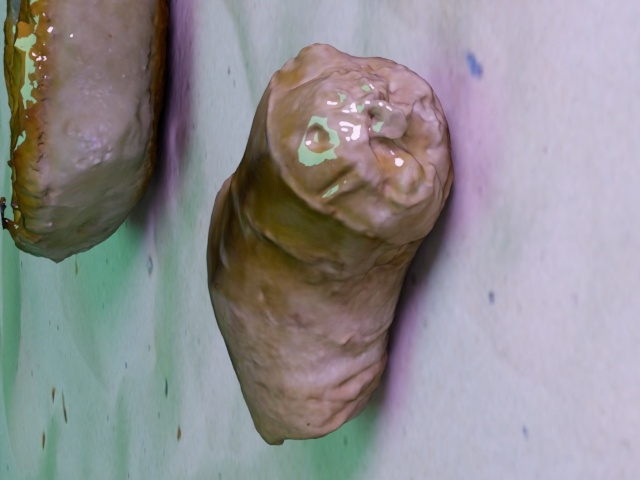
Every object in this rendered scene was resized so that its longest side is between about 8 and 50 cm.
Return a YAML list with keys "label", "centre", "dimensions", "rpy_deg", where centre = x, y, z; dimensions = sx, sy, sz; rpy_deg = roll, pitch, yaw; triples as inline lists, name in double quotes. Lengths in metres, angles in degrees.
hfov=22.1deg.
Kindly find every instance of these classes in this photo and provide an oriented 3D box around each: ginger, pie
- label: "ginger"
  centre: [0.000, 0.002, 0.595]
  dimensions: [0.190, 0.069, 0.095]
  rpy_deg: [110, 156, -48]
- label: "pie"
  centre: [-0.148, -0.143, 0.977]
  dimensions: [0.315, 0.092, 0.315]
  rpy_deg: [-179, 90, -75]
